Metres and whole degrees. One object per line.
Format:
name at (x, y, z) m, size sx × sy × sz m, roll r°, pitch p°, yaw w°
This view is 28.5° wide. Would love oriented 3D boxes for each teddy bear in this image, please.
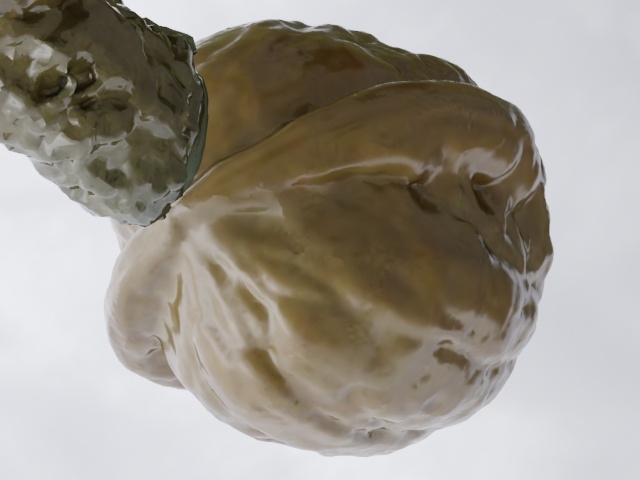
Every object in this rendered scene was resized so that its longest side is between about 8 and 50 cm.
teddy bear at (-0.125, -0.160, 0.473) m, size 0.156 × 0.267 × 0.256 m, roll -5°, pitch -142°, yaw 0°

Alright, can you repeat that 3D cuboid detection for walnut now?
walnut at (0.000, 0.000, 0.650) m, size 0.257 × 0.257 × 0.224 m, roll -10°, pitch -116°, yaw -35°
